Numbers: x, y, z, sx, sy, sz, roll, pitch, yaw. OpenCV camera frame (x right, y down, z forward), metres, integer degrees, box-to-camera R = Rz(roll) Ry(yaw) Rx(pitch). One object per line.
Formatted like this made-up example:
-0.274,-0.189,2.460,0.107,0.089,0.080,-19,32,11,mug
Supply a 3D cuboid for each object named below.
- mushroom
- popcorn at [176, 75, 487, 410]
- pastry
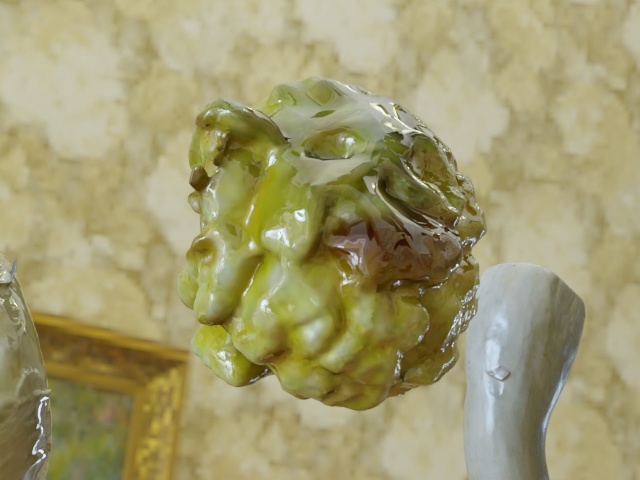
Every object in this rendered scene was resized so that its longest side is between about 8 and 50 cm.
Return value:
0.145,0.130,1.324,0.081,0.223,0.092,-4,-18,31,mushroom
0.001,0.001,1.087,0.189,0.218,0.169,6,-45,-15,popcorn
-0.172,0.066,0.781,0.088,0.166,0.166,-4,-12,-23,pastry
